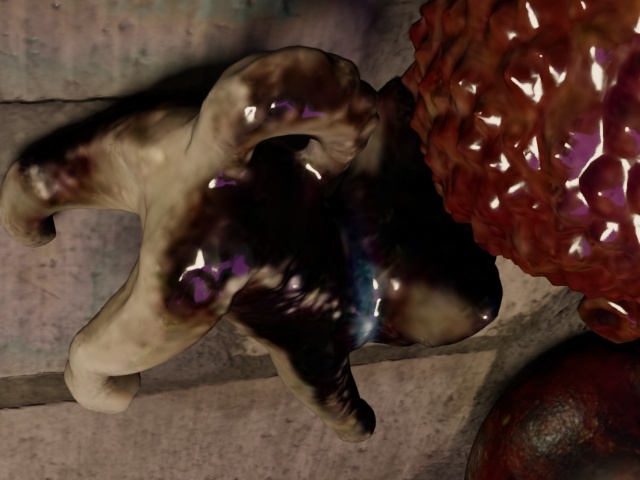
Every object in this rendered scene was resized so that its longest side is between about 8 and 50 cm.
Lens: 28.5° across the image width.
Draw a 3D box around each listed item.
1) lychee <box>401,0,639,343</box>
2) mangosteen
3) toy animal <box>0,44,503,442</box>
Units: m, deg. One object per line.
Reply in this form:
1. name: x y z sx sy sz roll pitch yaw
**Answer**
1. lychee: 0.201 -0.102 0.686 0.306 0.306 0.330 3 106 -24
2. mangosteen: 0.298 0.254 1.159 0.306 0.359 0.306 -5 112 -14
3. toy animal: 0.000 0.000 0.844 0.344 0.194 0.302 12 142 -40
